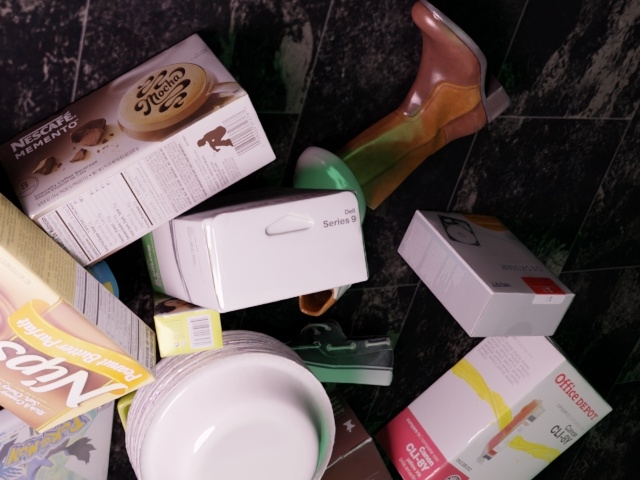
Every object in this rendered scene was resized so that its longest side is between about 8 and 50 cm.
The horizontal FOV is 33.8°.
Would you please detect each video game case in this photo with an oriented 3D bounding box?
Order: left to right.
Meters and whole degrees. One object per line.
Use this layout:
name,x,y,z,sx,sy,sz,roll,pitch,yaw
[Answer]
video game case,-0.448,0.357,1.566,0.329,0.036,0.300,-27,140,-43

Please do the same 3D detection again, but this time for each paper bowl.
paper bowl,-0.115,0.278,1.449,0.284,0.148,0.284,-8,113,-20

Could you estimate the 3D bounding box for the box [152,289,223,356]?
box,-0.184,0.103,1.442,0.087,0.232,0.058,-8,97,-10

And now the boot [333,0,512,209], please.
boot,0.113,-0.197,1.540,0.280,0.096,0.264,-36,144,8

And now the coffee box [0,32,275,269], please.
coffee box,-0.231,-0.109,1.310,0.297,0.168,0.119,-30,136,-6

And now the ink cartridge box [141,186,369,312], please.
ink cartridge box,-0.096,0.004,1.391,0.211,0.289,0.121,-12,98,-23

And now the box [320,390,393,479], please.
box,0.037,0.471,1.981,0.191,0.143,0.381,-31,137,-6

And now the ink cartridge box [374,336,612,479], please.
ink cartridge box,0.343,0.356,2.062,0.384,0.160,0.279,-43,136,5

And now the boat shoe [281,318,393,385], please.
boat shoe,0.001,0.181,1.749,0.301,0.108,0.102,9,87,-33

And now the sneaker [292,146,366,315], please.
sneaker,0.000,0.000,1.561,0.123,0.106,0.290,-54,150,-39

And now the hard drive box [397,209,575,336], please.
hard drive box,0.266,0.053,1.713,0.181,0.232,0.089,2,124,-35

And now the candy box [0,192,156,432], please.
candy box,-0.359,0.092,1.248,0.183,0.087,0.316,-25,134,16

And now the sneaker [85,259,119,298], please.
sneaker,-0.394,0.090,1.403,0.208,0.127,0.319,-48,144,12

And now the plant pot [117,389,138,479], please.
plant pot,-0.189,0.330,1.669,0.228,0.207,0.227,-23,135,-16
